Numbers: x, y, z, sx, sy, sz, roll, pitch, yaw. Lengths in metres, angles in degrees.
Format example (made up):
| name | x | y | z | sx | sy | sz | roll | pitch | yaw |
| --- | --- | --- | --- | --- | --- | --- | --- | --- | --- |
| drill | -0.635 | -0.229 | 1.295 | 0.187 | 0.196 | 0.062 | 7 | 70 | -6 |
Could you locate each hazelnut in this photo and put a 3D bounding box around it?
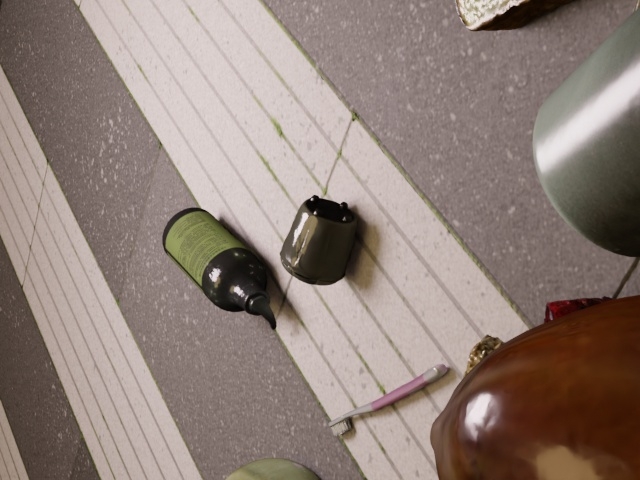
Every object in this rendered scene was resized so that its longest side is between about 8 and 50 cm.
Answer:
| name | x | y | z | sx | sy | sz | roll | pitch | yaw |
| --- | --- | --- | --- | --- | --- | --- | --- | --- | --- |
| hazelnut | 0.271 | 0.196 | 0.880 | 0.372 | 0.372 | 0.315 | -42 | 21 | 51 |

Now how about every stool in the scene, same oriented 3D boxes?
| name | x | y | z | sx | sy | sz | roll | pitch | yaw |
| --- | --- | --- | --- | --- | --- | --- | --- | --- | --- |
| stool | 0.000 | 0.000 | 1.507 | 0.096 | 0.096 | 0.110 | 46 | 127 | 45 |

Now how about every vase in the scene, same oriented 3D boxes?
| name | x | y | z | sx | sy | sz | roll | pitch | yaw |
| --- | --- | --- | --- | --- | --- | --- | --- | --- | --- |
| vase | 0.321 | -0.111 | 0.883 | 0.291 | 0.245 | 0.245 | -48 | 54 | 56 |

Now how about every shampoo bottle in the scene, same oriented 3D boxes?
| name | x | y | z | sx | sy | sz | roll | pitch | yaw |
| --- | --- | --- | --- | --- | --- | --- | --- | --- | --- |
| shampoo bottle | -0.153 | 0.046 | 1.743 | 0.284 | 0.101 | 0.101 | 40 | 126 | 49 |

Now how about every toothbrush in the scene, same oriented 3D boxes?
| name | x | y | z | sx | sy | sz | roll | pitch | yaw |
| --- | --- | --- | --- | --- | --- | --- | --- | --- | --- |
| toothbrush | 0.085 | 0.216 | 1.462 | 0.286 | 0.020 | 0.025 | -40 | 68 | 53 |

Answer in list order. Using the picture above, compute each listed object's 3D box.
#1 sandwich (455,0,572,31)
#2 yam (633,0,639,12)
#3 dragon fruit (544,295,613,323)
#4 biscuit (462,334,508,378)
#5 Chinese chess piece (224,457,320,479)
| name | x | y | z | sx | sy | sz | roll | pitch | yaw |
| --- | --- | --- | --- | --- | --- | --- | --- | --- | --- |
| sandwich | 0.209 | -0.343 | 1.168 | 0.186 | 0.065 | 0.215 | -22 | 75 | 57 |
| yam | 0.319 | -0.256 | 1.049 | 0.014 | 0.014 | 0.107 | 45 | 130 | 46 |
| dragon fruit | 0.277 | 0.114 | 1.097 | 0.147 | 0.096 | 0.102 | 77 | 176 | -51 |
| biscuit | 0.192 | 0.193 | 1.241 | 0.070 | 0.082 | 0.168 | 18 | 110 | 29 |
| Chinese chess piece | -0.065 | 0.452 | 1.645 | 0.250 | 0.101 | 0.250 | 9 | 101 | 57 |
